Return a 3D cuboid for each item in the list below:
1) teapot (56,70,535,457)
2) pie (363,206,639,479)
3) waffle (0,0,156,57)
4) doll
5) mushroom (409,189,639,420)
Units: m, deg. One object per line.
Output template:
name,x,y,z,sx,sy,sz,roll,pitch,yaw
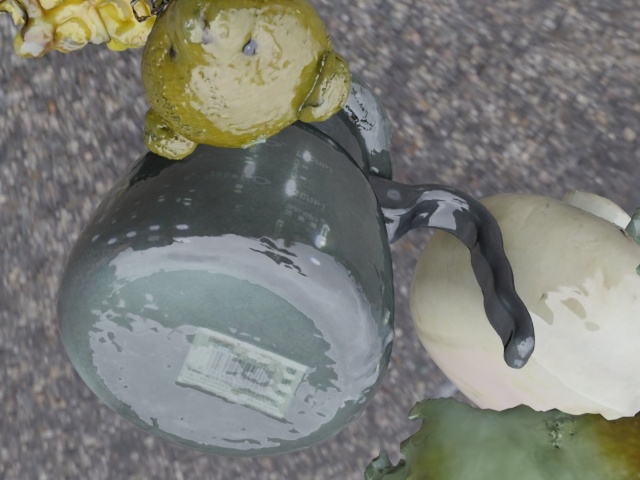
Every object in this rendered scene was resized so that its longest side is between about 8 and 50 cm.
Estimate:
teapot,-0.009,-0.017,1.175,0.305,0.285,0.223,-3,131,14
pie,0.165,0.088,0.389,0.302,0.302,0.067,-7,137,-11
waffle,-0.194,-0.317,1.462,0.329,0.062,0.329,-6,102,-28
doll,-0.060,-0.153,0.913,0.137,0.097,0.209,-11,93,21
mushroom,0.195,0.052,1.350,0.246,0.246,0.202,41,59,-22
